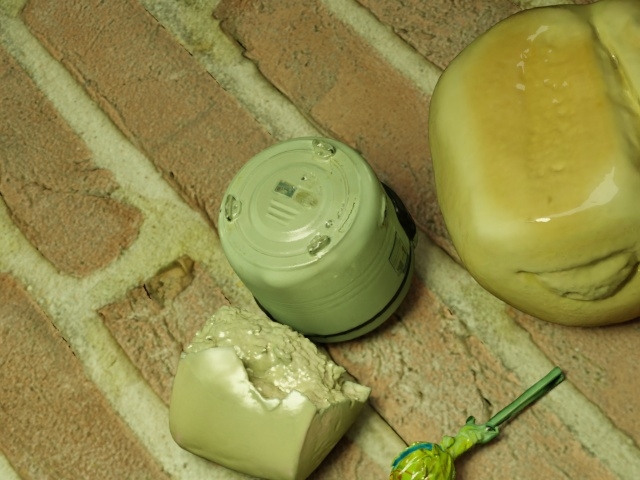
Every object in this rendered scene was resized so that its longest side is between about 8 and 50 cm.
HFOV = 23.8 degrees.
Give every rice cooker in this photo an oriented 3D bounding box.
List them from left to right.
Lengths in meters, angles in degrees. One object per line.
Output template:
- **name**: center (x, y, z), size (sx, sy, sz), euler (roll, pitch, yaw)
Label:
- **rice cooker**: center (0.000, 0.000, 1.901), size (0.226, 0.244, 0.226), euler (-11, 56, 18)

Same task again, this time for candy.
- **candy**: center (0.190, 0.229, 1.818), size (0.262, 0.073, 0.077), euler (-34, 33, -18)

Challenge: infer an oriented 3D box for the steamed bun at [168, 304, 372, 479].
- **steamed bun**: center (-0.066, 0.180, 1.842), size (0.226, 0.170, 0.200), euler (15, 59, 22)

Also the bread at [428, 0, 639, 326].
- **bread**: center (0.317, -0.085, 1.876), size (0.348, 0.253, 0.376), euler (-17, 52, 8)
